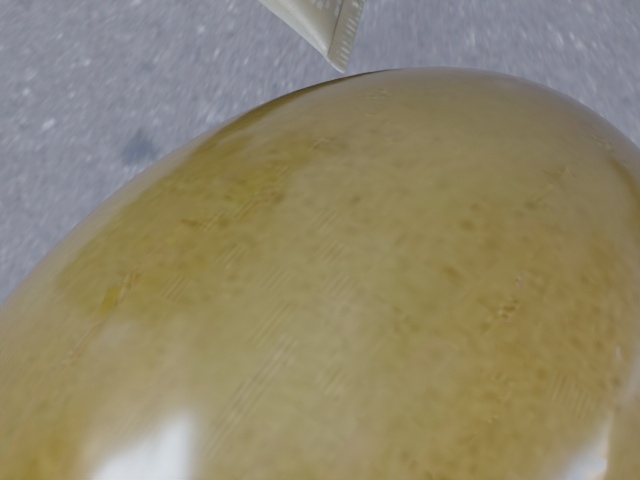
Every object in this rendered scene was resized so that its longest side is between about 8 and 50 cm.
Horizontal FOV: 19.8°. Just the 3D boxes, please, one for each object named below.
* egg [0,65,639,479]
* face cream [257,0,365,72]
[{"bbox_3d":[0.001,0.092,0.582,0.250,0.250,0.322,36,80,-8],"label":"egg"},{"bbox_3d":[-0.065,-0.226,1.062,0.084,0.341,0.137,4,74,39],"label":"face cream"}]
